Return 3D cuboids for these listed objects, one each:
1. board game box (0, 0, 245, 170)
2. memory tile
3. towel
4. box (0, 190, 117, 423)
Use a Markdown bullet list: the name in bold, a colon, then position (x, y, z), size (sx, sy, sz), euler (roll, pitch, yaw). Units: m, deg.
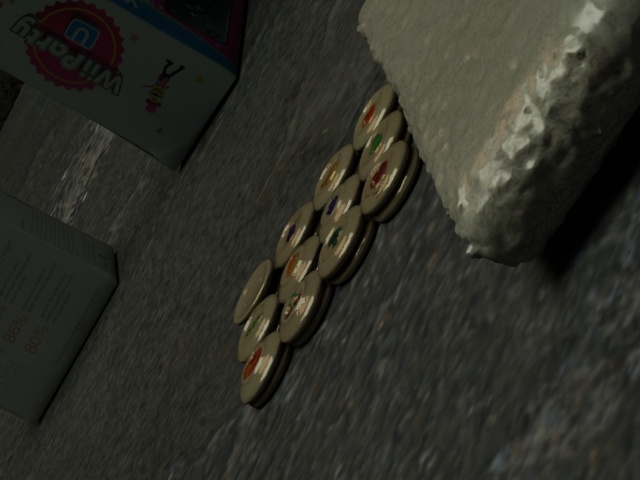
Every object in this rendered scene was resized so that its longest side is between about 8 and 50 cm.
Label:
- **board game box**: position (-0.170, -0.209, 1.390), size (0.097, 0.224, 0.303), euler (-53, 17, 27)
- **memory tile**: position (0.000, 0.000, 0.841), size (0.148, 0.012, 0.113), euler (-57, 15, 21)
- **towel**: position (0.089, -0.113, 0.675), size (0.187, 0.049, 0.282), euler (-59, 16, 17)
- **box**: position (-0.256, 0.033, 1.346), size (0.130, 0.170, 0.091), euler (-59, 15, 10)
